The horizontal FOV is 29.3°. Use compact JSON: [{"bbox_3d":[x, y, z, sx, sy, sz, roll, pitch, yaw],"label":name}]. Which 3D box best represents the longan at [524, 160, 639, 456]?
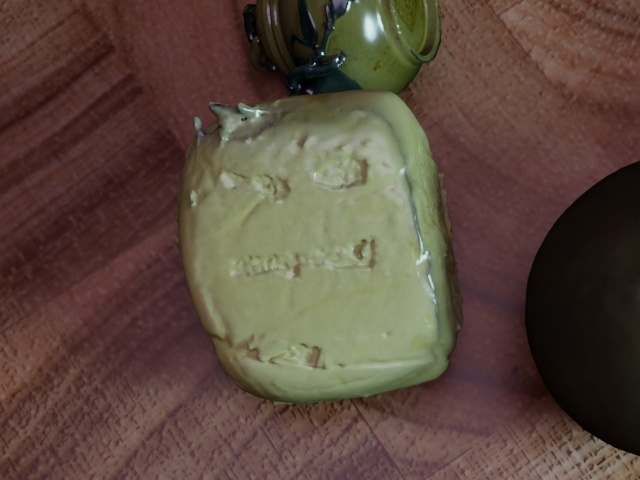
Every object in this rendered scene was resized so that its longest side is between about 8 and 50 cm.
[{"bbox_3d":[0.292,0.050,0.994,0.258,0.258,0.258,-1,74,4],"label":"longan"}]

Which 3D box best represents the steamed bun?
[{"bbox_3d":[0.000,0.000,1.073,0.232,0.166,0.273,-13,94,13],"label":"steamed bun"}]

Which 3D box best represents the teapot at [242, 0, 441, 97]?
[{"bbox_3d":[0.010,-0.222,1.154,0.182,0.173,0.270,-8,62,27],"label":"teapot"}]
